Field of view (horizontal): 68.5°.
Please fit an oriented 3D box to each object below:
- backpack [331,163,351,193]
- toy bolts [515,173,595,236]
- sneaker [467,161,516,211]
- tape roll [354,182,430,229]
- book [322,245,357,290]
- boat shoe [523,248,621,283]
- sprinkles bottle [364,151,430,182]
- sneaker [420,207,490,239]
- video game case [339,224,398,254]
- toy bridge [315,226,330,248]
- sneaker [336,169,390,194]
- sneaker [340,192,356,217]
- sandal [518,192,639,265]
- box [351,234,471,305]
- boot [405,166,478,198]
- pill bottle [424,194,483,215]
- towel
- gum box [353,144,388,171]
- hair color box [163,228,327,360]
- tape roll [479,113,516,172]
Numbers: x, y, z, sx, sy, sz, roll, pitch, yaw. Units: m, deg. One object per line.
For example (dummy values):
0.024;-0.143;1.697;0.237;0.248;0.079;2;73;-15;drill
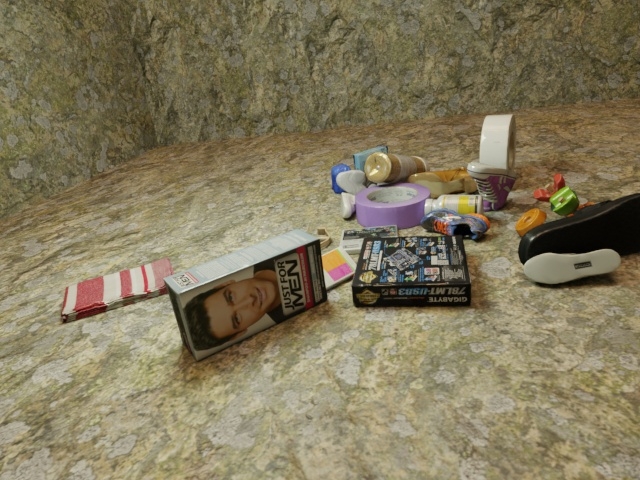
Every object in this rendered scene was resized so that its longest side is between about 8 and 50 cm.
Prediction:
0.103;-0.275;2.092;0.098;0.120;0.101;-13;23;-12;backpack
0.738;-0.072;1.449;0.218;0.158;0.228;-44;9;37;toy bolts
0.584;-0.179;1.627;0.282;0.160;0.102;5;17;-43;sneaker
0.267;-0.131;1.738;0.275;0.090;0.274;-6;22;3;tape roll
0.031;0.083;1.343;0.144;0.035;0.096;-23;60;-33;book
0.626;0.069;1.184;0.220;0.077;0.070;-6;-12;13;boat shoe
0.323;-0.292;1.929;0.121;0.121;0.356;10;11;36;sprinkles bottle
0.423;-0.049;1.512;0.221;0.083;0.087;5;34;36;sneaker
0.161;-0.003;1.561;0.191;0.022;0.173;-5;23;10;video game case
0.000;0.000;1.601;0.063;0.026;0.188;-1;24;14;toy bridge
0.164;-0.247;2.001;0.269;0.101;0.153;2;11;-28;sneaker
0.127;-0.144;1.845;0.094;0.080;0.212;5;22;0;sneaker
0.731;-0.038;1.261;0.446;0.167;0.107;-12;27;-6;sandal
0.248;0.074;1.285;0.294;0.073;0.295;-3;24;13;box
0.506;-0.246;1.936;0.296;0.104;0.211;3;20;13;boot
0.453;-0.104;1.594;0.184;0.103;0.103;3;25;24;pill bottle
-0.626;0.142;1.469;0.329;0.037;0.237;-16;23;-18;towel
0.235;-0.336;2.142;0.185;0.156;0.041;-23;28;-33;gum box
-0.171;0.122;1.168;0.375;0.185;0.114;-21;27;-28;hair color box
0.709;-0.356;1.868;0.100;0.286;0.286;6;27;28;tape roll
